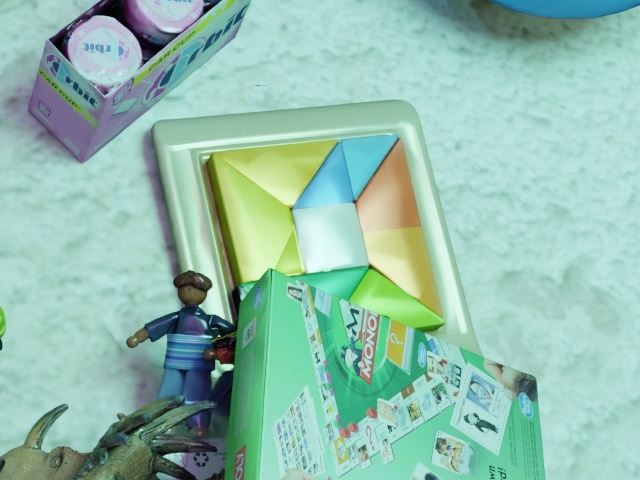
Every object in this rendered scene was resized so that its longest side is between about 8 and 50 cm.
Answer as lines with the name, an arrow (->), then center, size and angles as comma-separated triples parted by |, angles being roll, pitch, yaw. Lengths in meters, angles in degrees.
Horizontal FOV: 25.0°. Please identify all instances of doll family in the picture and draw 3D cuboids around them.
doll family -> -0.034, 0.080, 0.992 | 0.193, 0.076, 0.111 | 4, 92, -23

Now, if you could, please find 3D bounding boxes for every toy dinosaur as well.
toy dinosaur -> -0.048, 0.184, 0.905 | 0.296, 0.127, 0.200 | 1, 61, -23

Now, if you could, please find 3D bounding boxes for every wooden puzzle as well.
wooden puzzle -> 0.000, 0.000, 1.093 | 0.221, 0.044, 0.238 | -7, 70, -21

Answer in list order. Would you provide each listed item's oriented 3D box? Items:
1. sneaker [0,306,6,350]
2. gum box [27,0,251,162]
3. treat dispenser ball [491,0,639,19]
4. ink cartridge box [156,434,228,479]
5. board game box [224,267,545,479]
sneaker -> -0.284, 0.119, 0.921 | 0.097, 0.084, 0.234 | 35, 61, -3
gum box -> -0.126, -0.155, 1.083 | 0.062, 0.107, 0.188 | 43, 61, 3
treat dispenser ball -> 0.206, -0.323, 1.168 | 0.288, 0.288, 0.288 | 7, 65, -16
ink cartridge box -> -0.045, 0.238, 0.972 | 0.206, 0.045, 0.208 | 6, 65, -16
board game box -> 0.044, 0.181, 0.859 | 0.213, 0.046, 0.317 | 23, 43, -20
